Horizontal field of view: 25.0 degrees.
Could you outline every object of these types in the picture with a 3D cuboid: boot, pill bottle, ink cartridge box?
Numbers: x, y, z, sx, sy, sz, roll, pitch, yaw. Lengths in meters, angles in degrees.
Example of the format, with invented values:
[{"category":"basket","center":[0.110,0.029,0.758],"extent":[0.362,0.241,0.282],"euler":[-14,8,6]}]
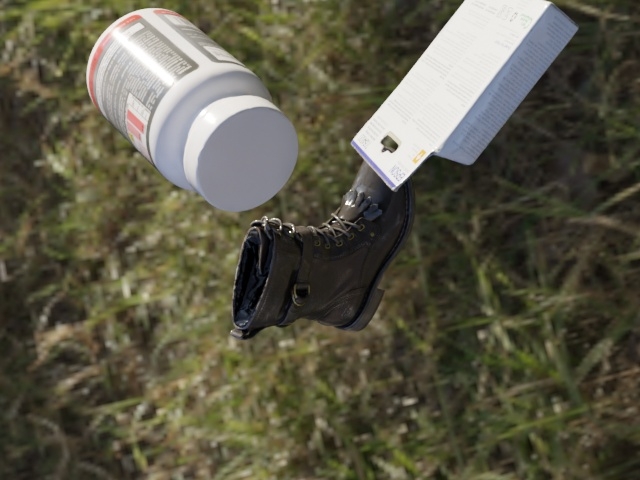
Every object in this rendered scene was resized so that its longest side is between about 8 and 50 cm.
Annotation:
[{"category":"boot","center":[0.000,0.000,1.733],"extent":[0.091,0.229,0.263],"euler":[16,93,39]},{"category":"pill bottle","center":[-0.199,-0.201,2.224],"extent":[0.363,0.210,0.210],"euler":[43,132,46]},{"category":"ink cartridge box","center":[0.133,-0.146,1.405],"extent":[0.224,0.045,0.223],"euler":[-50,18,7]}]
